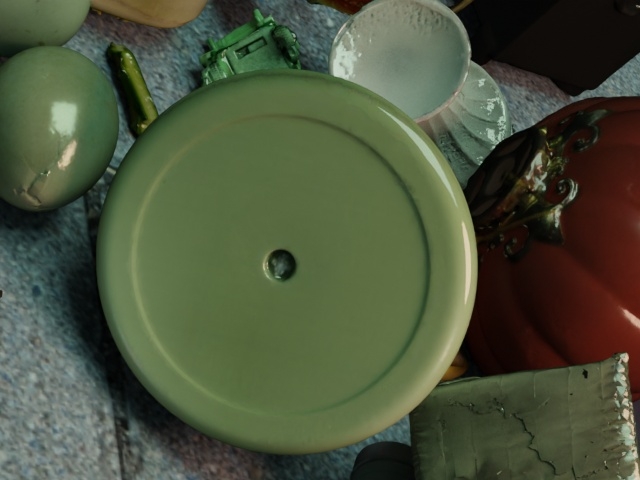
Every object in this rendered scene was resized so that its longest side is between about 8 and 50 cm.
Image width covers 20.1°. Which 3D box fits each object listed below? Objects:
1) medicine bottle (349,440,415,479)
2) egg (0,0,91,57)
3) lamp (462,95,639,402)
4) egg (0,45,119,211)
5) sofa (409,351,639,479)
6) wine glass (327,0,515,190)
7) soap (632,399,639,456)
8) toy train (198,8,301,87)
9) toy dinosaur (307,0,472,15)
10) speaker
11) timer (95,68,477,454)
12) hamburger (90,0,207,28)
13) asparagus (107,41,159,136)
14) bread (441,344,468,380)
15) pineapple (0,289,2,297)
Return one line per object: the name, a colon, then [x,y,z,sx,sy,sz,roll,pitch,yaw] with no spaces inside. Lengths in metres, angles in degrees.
medicine bottle: [0.039,0.253,1.394,0.090,0.090,0.216,37,37,-16]
egg: [-0.271,-0.233,1.461,0.192,0.149,0.149,45,36,-17]
lamp: [0.254,0.013,1.640,0.257,0.303,0.303,36,38,-15]
egg: [-0.216,-0.087,1.416,0.114,0.114,0.152,31,37,-23]
sofa: [0.179,0.206,1.427,0.225,0.176,0.210,41,41,-70]
wine glass: [0.090,-0.128,1.665,0.165,0.165,0.196,64,1,19]
soap: [0.449,0.105,1.893,0.261,0.156,0.446,52,36,1]
toy train: [-0.050,-0.141,1.664,0.149,0.099,0.081,59,4,5]
toy dinosaur: [0.012,-0.275,1.716,0.207,0.112,0.327,-8,29,-45]
speaker: [0.286,-0.322,2.026,0.184,0.254,0.232,12,50,-38]
timer: [0.000,0.000,1.480,0.291,0.291,0.315,50,14,2]
hamburger: [-0.184,-0.278,1.630,0.210,0.116,0.173,22,52,-38]
asparagus: [-0.167,-0.136,1.589,0.025,0.021,0.108,3,56,-43]
bread: [0.087,0.091,1.613,0.082,0.056,0.115,66,17,12]
pineapple: [-0.316,0.044,1.197,0.161,0.137,0.176,-7,102,-60]
